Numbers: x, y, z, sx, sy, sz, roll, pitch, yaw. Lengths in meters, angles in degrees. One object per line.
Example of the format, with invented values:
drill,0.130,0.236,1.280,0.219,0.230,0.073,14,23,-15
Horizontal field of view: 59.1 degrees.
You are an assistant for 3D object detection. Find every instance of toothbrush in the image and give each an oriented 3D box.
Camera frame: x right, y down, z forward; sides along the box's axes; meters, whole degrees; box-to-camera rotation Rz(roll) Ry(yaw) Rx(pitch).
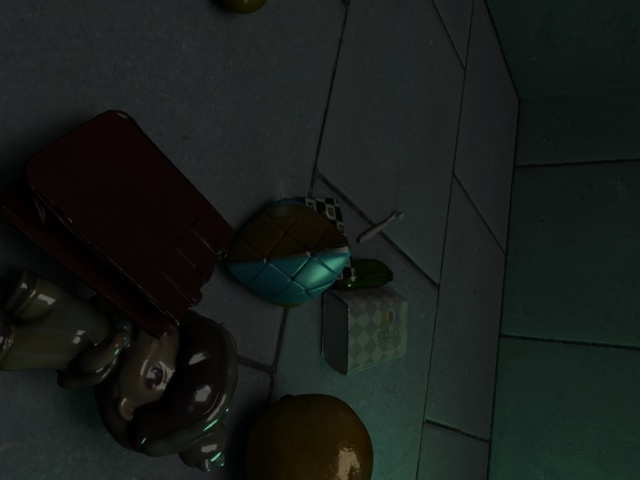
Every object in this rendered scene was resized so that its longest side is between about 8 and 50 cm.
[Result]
toothbrush,0.190,-0.043,1.727,0.307,0.029,0.025,-31,123,-54

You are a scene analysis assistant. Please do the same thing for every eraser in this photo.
eraser,0.137,0.240,1.588,0.396,0.082,0.213,6,85,-59

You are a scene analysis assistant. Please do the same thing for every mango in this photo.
mango,-0.142,-0.525,1.120,0.195,0.091,0.130,-55,133,-50

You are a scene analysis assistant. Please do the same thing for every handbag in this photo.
handbag,-0.257,-0.030,0.782,0.275,0.084,0.260,46,26,-18

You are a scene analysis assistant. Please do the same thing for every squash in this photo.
squash,0.132,0.094,1.580,0.331,0.087,0.087,5,85,-59

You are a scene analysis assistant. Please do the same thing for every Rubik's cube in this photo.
Rubik's cube,-0.088,0.064,1.167,0.254,0.254,0.255,0,89,-59

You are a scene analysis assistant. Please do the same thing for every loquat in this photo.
loquat,-0.029,0.443,1.162,0.275,0.274,0.275,0,89,-59

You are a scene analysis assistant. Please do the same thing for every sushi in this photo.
sushi,0.000,0.000,1.391,0.192,0.040,0.210,-4,80,-54

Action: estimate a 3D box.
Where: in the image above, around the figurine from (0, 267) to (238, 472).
figurine,-0.276,0.179,0.814,0.380,0.203,0.248,35,35,-35
